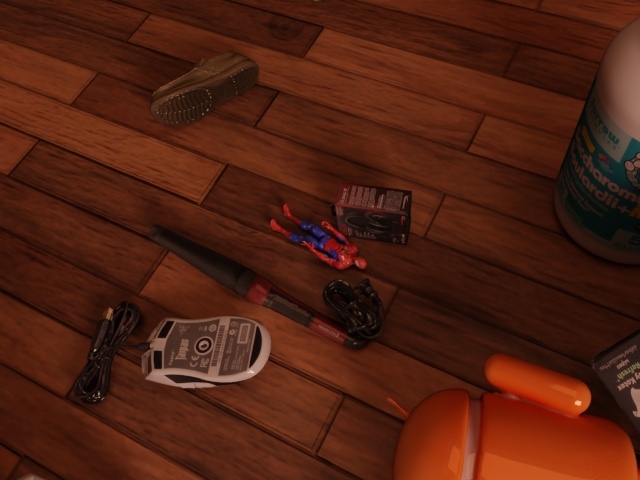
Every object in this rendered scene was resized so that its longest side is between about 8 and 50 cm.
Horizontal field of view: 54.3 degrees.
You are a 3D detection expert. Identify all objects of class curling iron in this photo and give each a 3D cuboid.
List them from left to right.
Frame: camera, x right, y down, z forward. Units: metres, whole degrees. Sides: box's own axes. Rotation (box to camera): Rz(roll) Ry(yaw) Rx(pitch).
[{"bbox_3d":[-0.060,0.039,0.644,0.274,0.035,0.068,19,60,16],"label":"curling iron"}]

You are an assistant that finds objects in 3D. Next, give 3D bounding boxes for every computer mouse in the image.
[{"bbox_3d":[-0.138,0.113,0.610,0.193,0.042,0.106,1,56,14],"label":"computer mouse"}]

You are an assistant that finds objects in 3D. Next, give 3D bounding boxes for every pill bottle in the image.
[{"bbox_3d":[0.303,-0.098,0.543,0.146,0.264,0.146,-3,59,6],"label":"pill bottle"}]

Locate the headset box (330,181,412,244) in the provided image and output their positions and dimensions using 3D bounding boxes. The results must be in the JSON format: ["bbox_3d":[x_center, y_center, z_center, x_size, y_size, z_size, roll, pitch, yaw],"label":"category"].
[{"bbox_3d":[0.052,-0.028,0.652,0.083,0.062,0.032,8,61,11],"label":"headset box"}]

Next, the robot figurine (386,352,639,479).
[{"bbox_3d":[0.152,0.184,0.481,0.219,0.158,0.128,9,35,12],"label":"robot figurine"}]

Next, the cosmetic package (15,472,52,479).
[{"bbox_3d":[-0.226,0.286,0.413,0.225,0.224,0.138,-27,60,-8],"label":"cosmetic package"}]

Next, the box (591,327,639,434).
[{"bbox_3d":[0.348,0.152,0.420,0.165,0.143,0.270,1,51,-44],"label":"box"}]

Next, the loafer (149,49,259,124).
[{"bbox_3d":[-0.149,-0.192,0.780,0.148,0.056,0.050,-28,60,-20],"label":"loafer"}]

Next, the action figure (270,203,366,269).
[{"bbox_3d":[0.000,0.000,0.664,0.115,0.030,0.038,30,63,20],"label":"action figure"}]
